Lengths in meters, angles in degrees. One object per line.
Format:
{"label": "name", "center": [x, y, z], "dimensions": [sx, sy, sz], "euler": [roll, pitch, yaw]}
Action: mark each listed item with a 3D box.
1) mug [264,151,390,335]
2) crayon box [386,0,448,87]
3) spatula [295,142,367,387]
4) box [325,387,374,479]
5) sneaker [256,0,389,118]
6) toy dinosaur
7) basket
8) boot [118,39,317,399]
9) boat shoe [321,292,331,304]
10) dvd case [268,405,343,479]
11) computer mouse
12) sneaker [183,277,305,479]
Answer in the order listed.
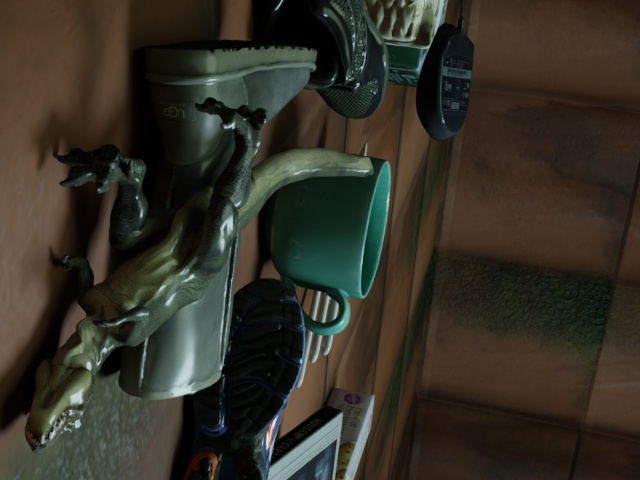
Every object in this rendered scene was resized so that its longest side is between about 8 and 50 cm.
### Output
{"label": "mug", "center": [0.001, -0.009, 0.944], "dimensions": [0.158, 0.097, 0.129], "euler": [-68, 164, -47]}
{"label": "crayon box", "center": [0.123, -0.366, 1.310], "dimensions": [0.203, 0.083, 0.323], "euler": [-13, 112, -79]}
{"label": "spatula", "center": [0.013, 0.034, 1.127], "dimensions": [0.168, 0.019, 0.242], "euler": [123, -19, -61]}
{"label": "box", "center": [0.007, 0.309, 1.356], "dimensions": [0.324, 0.067, 0.063], "euler": [-59, 156, -61]}
{"label": "sneaker", "center": [0.000, -0.151, 0.856], "dimensions": [0.227, 0.087, 0.130], "euler": [74, 29, -60]}
{"label": "toy dinosaur", "center": [-0.070, -0.012, 0.543], "dimensions": [0.268, 0.064, 0.118], "euler": [-41, 144, -29]}
{"label": "basket", "center": [0.060, -0.273, 0.989], "dimensions": [0.103, 0.113, 0.167], "euler": [-32, 131, -71]}
{"label": "boot", "center": [-0.063, -0.021, 0.659], "dimensions": [0.189, 0.076, 0.208], "euler": [-25, 118, -60]}
{"label": "boat shoe", "center": [0.029, 0.024, 1.271], "dimensions": [0.135, 0.050, 0.045], "euler": [-56, 158, -43]}
{"label": "dvd case", "center": [-0.040, 0.314, 1.092], "dimensions": [0.179, 0.029, 0.239], "euler": [-24, 124, -59]}
{"label": "computer mouse", "center": [0.120, -0.216, 0.981], "dimensions": [0.071, 0.041, 0.242], "euler": [-2, 100, -56]}
{"label": "sneaker", "center": [-0.067, 0.136, 0.817], "dimensions": [0.087, 0.083, 0.221], "euler": [-176, -79, -87]}
